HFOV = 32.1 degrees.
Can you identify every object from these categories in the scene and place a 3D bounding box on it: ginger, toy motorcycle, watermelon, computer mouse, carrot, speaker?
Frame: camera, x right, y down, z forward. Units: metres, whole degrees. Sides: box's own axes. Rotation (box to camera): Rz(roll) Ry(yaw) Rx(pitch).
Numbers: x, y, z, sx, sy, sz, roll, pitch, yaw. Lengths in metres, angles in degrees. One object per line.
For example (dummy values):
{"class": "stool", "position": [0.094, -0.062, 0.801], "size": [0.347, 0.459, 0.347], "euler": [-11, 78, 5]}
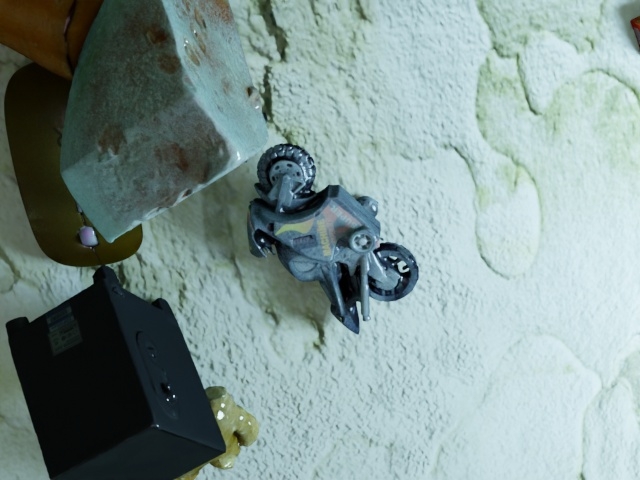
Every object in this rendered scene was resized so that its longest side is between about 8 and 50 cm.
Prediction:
{"class": "ginger", "position": [-0.210, 0.306, 1.704], "size": [0.216, 0.102, 0.157], "euler": [-32, 135, 4]}
{"class": "toy motorcycle", "position": [0.000, 0.000, 1.605], "size": [0.173, 0.108, 0.307], "euler": [-39, 109, 20]}
{"class": "watermelon", "position": [-0.175, -0.162, 1.423], "size": [0.228, 0.258, 0.387], "euler": [-4, 115, -47]}
{"class": "computer mouse", "position": [-0.345, -0.103, 1.563], "size": [0.158, 0.072, 0.310], "euler": [-7, 111, 2]}
{"class": "carrot", "position": [-0.390, -0.305, 1.454], "size": [0.225, 0.159, 0.159], "euler": [15, 109, 6]}
{"class": "speaker", "position": [-0.281, 0.204, 1.553], "size": [0.184, 0.254, 0.232], "euler": [-29, 154, 8]}

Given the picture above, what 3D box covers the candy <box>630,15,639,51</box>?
{"class": "candy", "position": [0.501, -0.302, 1.548], "size": [0.122, 0.038, 0.062], "euler": [-24, 110, 6]}
